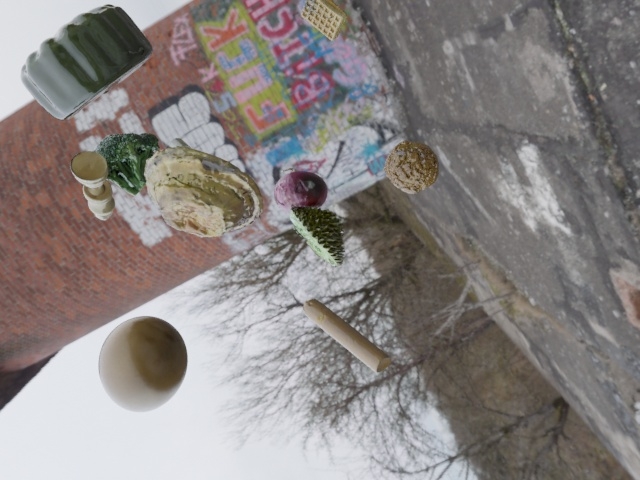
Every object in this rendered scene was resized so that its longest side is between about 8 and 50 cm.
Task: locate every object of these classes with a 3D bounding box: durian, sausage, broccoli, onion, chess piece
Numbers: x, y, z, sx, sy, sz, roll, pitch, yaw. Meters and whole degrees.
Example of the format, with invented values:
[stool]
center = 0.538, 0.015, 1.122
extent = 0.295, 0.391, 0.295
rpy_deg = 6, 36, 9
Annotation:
[durian]
center = -0.001, 0.010, 2.070
extent = 0.394, 0.198, 0.163
rpy_deg = 58, -148, -52
[sausage]
center = 0.065, 0.259, 1.419
extent = 0.301, 0.066, 0.066
rpy_deg = 37, 173, 33
[broccoli]
center = -0.766, -0.311, 2.013
extent = 0.245, 0.265, 0.294
rpy_deg = 56, -138, -20
[onion]
center = -0.069, -0.194, 2.013
extent = 0.207, 0.200, 0.200
rpy_deg = 34, -159, -25
[chess piece]
center = -0.823, -0.181, 1.876
extent = 0.117, 0.117, 0.397
rpy_deg = 65, 157, 13

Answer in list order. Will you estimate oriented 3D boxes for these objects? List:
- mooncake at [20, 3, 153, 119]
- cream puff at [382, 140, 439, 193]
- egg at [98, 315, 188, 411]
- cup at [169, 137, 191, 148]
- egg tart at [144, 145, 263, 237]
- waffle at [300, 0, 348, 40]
[mooncake]
center = -0.650, -0.500, 1.418
extent = 0.187, 0.351, 0.351
rpy_deg = 55, -169, -22
[cream puff]
center = 0.225, -0.183, 1.263
extent = 0.144, 0.126, 0.103
rpy_deg = 35, -161, 25
[egg]
center = -0.627, 0.444, 1.815
extent = 0.301, 0.301, 0.374
rpy_deg = -107, 18, -50
[cup]
center = -0.467, -0.299, 1.712
extent = 0.083, 0.054, 0.075
rpy_deg = 36, 136, 47
[egg tart]
center = -0.337, -0.112, 1.426
extent = 0.352, 0.352, 0.150
rpy_deg = 54, -140, -44
[waffle]
center = 0.010, -0.732, 1.648
extent = 0.148, 0.042, 0.102
rpy_deg = 41, 145, 4
